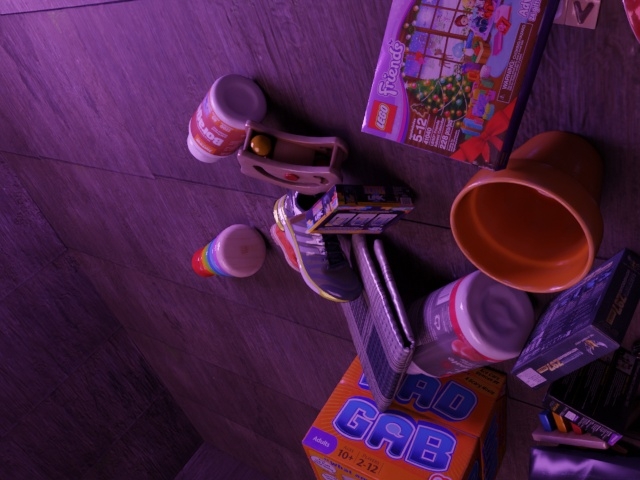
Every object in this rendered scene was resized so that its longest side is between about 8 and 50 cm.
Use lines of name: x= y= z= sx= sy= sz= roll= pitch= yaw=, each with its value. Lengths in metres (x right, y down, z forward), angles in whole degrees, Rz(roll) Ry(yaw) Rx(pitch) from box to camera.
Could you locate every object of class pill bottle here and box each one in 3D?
pill bottle: x=-0.209 y=-0.249 z=1.284 sx=0.121 sy=0.121 sz=0.216 roll=46 pitch=147 yaw=-8
pill bottle: x=0.271 y=0.186 z=1.249 sx=0.176 sy=0.176 sz=0.318 roll=44 pitch=147 yaw=-4

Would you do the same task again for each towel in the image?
towel: x=0.124 y=0.177 z=1.344 sx=0.312 sy=0.056 sz=0.324 roll=97 pitch=159 yaw=-51

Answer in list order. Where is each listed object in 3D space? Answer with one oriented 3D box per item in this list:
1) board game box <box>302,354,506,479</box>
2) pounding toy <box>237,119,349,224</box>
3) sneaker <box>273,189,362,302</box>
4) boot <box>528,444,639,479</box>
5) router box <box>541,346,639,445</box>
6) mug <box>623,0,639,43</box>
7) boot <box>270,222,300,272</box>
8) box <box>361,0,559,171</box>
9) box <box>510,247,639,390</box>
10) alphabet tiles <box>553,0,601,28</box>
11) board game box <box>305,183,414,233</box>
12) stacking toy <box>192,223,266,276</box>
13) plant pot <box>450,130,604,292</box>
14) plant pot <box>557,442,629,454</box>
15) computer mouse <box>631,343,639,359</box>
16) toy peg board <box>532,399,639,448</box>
board game box: x=0.227 y=0.510 z=1.484 sx=0.356 sy=0.356 sz=0.356 roll=15 pitch=140 yaw=30
pounding toy: x=-0.038 y=-0.123 z=1.188 sx=0.269 sy=0.155 sz=0.154 roll=17 pitch=164 yaw=-17
sneaker: x=0.000 y=0.000 z=1.316 sx=0.300 sy=0.111 sz=0.121 roll=57 pitch=142 yaw=16
boot: x=0.667 y=0.476 z=1.107 sx=0.367 sy=0.146 sz=0.445 roll=35 pitch=145 yaw=-29
router box: x=0.499 y=0.259 z=1.095 sx=0.133 sy=0.179 sz=0.046 roll=29 pitch=143 yaw=19
mug: x=0.432 y=-0.277 z=0.635 sx=0.150 sy=0.113 sz=0.169 roll=14 pitch=162 yaw=-40
boot: x=-0.053 y=0.018 z=1.497 sx=0.084 sy=0.059 sz=0.158 roll=-18 pitch=115 yaw=48
box: x=0.183 y=-0.258 z=0.783 sx=0.200 sy=0.057 sz=0.293 roll=22 pitch=109 yaw=27
box: x=0.435 y=0.139 z=1.018 sx=0.059 sy=0.183 sz=0.233 roll=37 pitch=146 yaw=5
alphabet tiles: x=0.253 y=-0.354 z=0.796 sx=0.237 sy=0.009 sz=0.198 roll=22 pitch=142 yaw=28
board game box: x=0.076 y=-0.059 z=1.186 sx=0.141 sy=0.170 sz=0.048 roll=-39 pitch=56 yaw=57
stacking toy: x=-0.278 y=0.047 z=1.712 sx=0.141 sy=0.141 sz=0.330 roll=50 pitch=153 yaw=-13
plant pot: x=0.327 y=-0.060 z=0.895 sx=0.205 sy=0.188 sz=0.205 roll=26 pitch=143 yaw=21
plant pot: x=0.624 y=0.585 z=1.353 sx=0.215 sy=0.215 sz=0.230 roll=13 pitch=152 yaw=36
computer mouse: x=0.632 y=0.176 z=1.004 sx=0.071 sy=0.041 sz=0.242 roll=35 pitch=156 yaw=-21
toy peg board: x=0.519 y=0.328 z=1.192 sx=0.160 sy=0.161 sz=0.079 roll=-16 pitch=96 yaw=55
